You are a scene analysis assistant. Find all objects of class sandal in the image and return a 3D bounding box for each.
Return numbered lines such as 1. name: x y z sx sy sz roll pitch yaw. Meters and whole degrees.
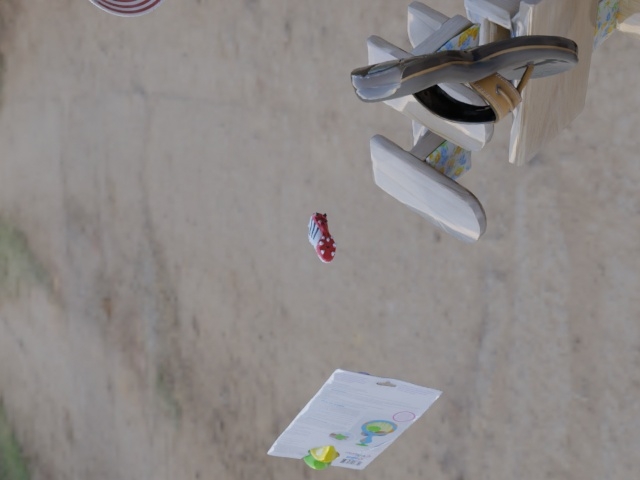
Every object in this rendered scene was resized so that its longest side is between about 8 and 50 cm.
1. sandal: 0.111 -0.112 0.871 0.090 0.219 0.060 -7 97 42

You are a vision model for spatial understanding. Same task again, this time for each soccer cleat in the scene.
1. soccer cleat: 0.000 0.000 1.573 0.035 0.029 0.083 -55 38 43

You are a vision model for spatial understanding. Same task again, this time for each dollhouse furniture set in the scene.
1. dollhouse furniture set: 0.254 -0.219 1.103 0.256 0.362 0.394 35 152 28

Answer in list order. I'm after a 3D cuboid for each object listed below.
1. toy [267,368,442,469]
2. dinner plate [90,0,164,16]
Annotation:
1. toy: 0.037 0.211 1.474 0.237 0.137 0.056 123 154 -46
2. dinner plate: -0.213 -0.308 1.255 0.017 0.141 0.141 3 92 49
